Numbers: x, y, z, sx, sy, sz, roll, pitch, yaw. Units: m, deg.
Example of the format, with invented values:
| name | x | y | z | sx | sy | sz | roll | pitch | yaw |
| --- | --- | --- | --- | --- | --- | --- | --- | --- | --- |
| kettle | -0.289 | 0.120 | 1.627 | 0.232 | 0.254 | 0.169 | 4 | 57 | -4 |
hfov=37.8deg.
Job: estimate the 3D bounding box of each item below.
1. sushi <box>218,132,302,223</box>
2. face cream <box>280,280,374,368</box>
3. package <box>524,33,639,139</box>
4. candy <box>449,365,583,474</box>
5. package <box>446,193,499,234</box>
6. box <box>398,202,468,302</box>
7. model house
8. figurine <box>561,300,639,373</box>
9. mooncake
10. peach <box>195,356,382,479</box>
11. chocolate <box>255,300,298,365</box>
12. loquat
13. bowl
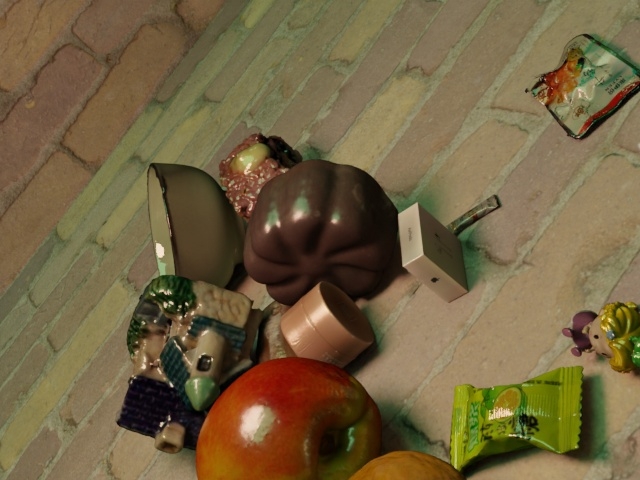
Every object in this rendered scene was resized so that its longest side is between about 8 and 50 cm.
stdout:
| name | x | y | z | sx | sy | sz | roll | pitch | yaw |
| --- | --- | --- | --- | --- | --- | --- | --- | --- | --- |
| sushi | -0.112 | -0.119 | 2.090 | 0.171 | 0.236 | 0.270 | -34 | 31 | 11 |
| face cream | 0.012 | 0.163 | 1.722 | 0.104 | 0.149 | 0.149 | -42 | 33 | 16 |
| package | 0.472 | -0.290 | 1.705 | 0.166 | 0.040 | 0.232 | -42 | 34 | 13 |
| candy | 0.278 | 0.259 | 1.373 | 0.246 | 0.069 | 0.149 | -21 | 45 | 40 |
| package | 0.280 | -0.045 | 1.722 | 0.110 | 0.015 | 0.037 | -35 | 30 | 22 |
| box | 0.197 | 0.022 | 1.649 | 0.051 | 0.129 | 0.130 | -33 | 37 | 27 |
| model house | -0.273 | 0.264 | 1.857 | 0.298 | 0.243 | 0.284 | 125 | 156 | -50 |
| figurine | 0.429 | 0.125 | 1.302 | 0.115 | 0.094 | 0.156 | -37 | 10 | -15 |
| mooncake | 0.000 | 0.000 | 1.785 | 0.306 | 0.306 | 0.154 | -28 | 38 | 33 |
| peach | -0.059 | 0.342 | 1.522 | 0.332 | 0.308 | 0.307 | -37 | 31 | 52 |
| chocolate | -0.074 | 0.199 | 1.858 | 0.161 | 0.083 | 0.261 | -36 | 36 | 26 |
| loquat | 0.118 | 0.408 | 1.304 | 0.238 | 0.193 | 0.238 | -20 | 39 | 17 |
| bowl | -0.282 | -0.018 | 2.176 | 0.185 | 0.353 | 0.354 | -10 | 29 | -16 |
